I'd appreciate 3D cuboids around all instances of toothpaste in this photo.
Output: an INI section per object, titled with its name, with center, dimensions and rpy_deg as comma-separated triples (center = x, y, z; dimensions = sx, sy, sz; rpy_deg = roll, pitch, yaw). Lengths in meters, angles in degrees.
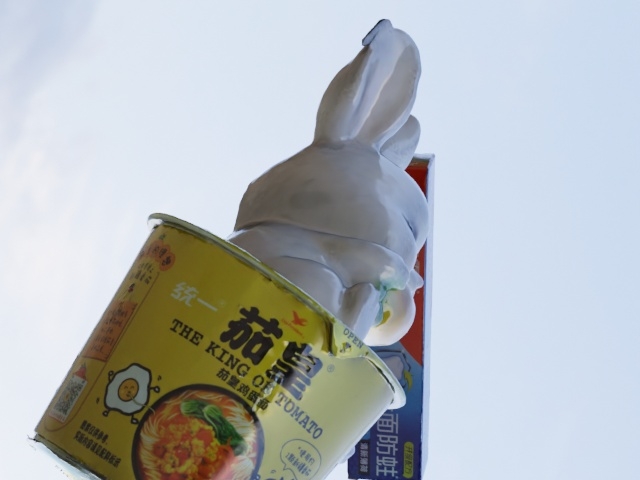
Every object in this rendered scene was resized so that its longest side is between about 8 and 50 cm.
[toothpaste]
center = 0.067, 0.075, 1.466
dimensions = 0.066, 0.076, 0.320
rpy_deg = -58, 149, -70

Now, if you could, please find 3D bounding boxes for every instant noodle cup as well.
[instant noodle cup]
center = -0.066, 0.095, 0.858
dimensions = 0.144, 0.182, 0.182
rpy_deg = -54, -157, -15

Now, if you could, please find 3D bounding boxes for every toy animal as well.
[toy animal]
center = -0.001, 0.006, 1.110
dimensions = 0.208, 0.154, 0.325
rpy_deg = 85, 17, -65
